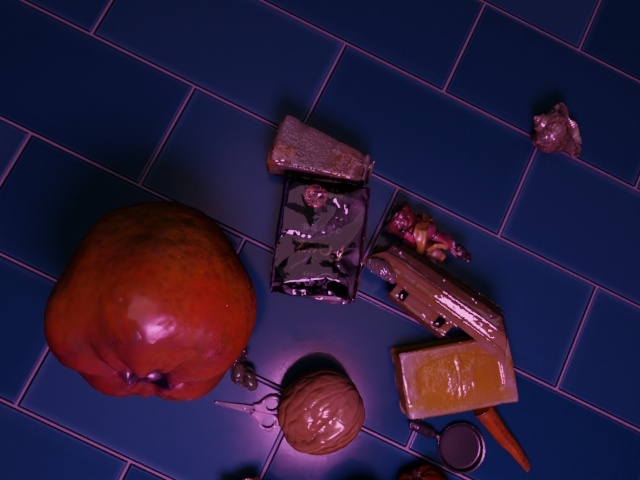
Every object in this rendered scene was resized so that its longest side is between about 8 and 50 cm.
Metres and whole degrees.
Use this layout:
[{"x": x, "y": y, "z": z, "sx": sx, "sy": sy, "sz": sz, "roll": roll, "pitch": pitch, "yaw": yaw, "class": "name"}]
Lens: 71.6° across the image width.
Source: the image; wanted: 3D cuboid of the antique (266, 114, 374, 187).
[{"x": 0.005, "y": -0.224, "z": 1.240, "sx": 0.284, "sy": 0.125, "sz": 0.150, "roll": 18, "pitch": 83, "yaw": -3, "class": "antique"}]

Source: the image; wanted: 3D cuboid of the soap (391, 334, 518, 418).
[{"x": 0.368, "y": 0.371, "z": 1.225, "sx": 0.315, "sy": 0.091, "sz": 0.199, "roll": -7, "pitch": 83, "yaw": -6, "class": "soap"}]

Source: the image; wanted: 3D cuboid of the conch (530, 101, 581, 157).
[{"x": 0.706, "y": -0.322, "z": 1.306, "sx": 0.207, "sy": 0.130, "sz": 0.155, "roll": 25, "pitch": 96, "yaw": -16, "class": "conch"}]

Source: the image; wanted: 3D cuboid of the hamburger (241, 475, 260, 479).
[{"x": -0.133, "y": 0.755, "z": 1.110, "sx": 0.282, "sy": 0.245, "sz": 0.155, "roll": 26, "pitch": 52, "yaw": 36, "class": "hamburger"}]

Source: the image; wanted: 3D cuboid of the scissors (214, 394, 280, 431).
[{"x": -0.197, "y": 0.458, "z": 1.207, "sx": 0.189, "sy": 0.015, "sz": 0.100, "roll": 12, "pitch": 86, "yaw": -2, "class": "scissors"}]

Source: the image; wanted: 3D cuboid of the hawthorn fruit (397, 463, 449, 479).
[{"x": 0.285, "y": 0.702, "z": 1.161, "sx": 0.163, "sy": 0.162, "sz": 0.203, "roll": -24, "pitch": 97, "yaw": -7, "class": "hawthorn fruit"}]

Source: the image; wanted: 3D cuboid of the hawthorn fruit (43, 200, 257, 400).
[{"x": -0.357, "y": 0.134, "z": 1.029, "sx": 0.472, "sy": 0.472, "sz": 0.471, "roll": 0, "pitch": 84, "yaw": -5, "class": "hawthorn fruit"}]

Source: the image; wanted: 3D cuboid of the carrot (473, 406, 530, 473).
[{"x": 0.519, "y": 0.555, "z": 1.238, "sx": 0.057, "sy": 0.057, "sz": 0.224, "roll": -39, "pitch": 91, "yaw": -7, "class": "carrot"}]

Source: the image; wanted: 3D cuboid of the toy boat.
[{"x": 0.305, "y": 0.165, "z": 1.176, "sx": 0.446, "sy": 0.136, "sz": 0.162, "roll": 35, "pitch": 112, "yaw": 12, "class": "toy boat"}]

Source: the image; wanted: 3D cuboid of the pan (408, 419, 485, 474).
[{"x": 0.347, "y": 0.553, "z": 1.233, "sx": 0.235, "sy": 0.028, "sz": 0.136, "roll": 28, "pitch": 82, "yaw": -4, "class": "pan"}]

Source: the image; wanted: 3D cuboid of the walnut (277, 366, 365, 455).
[{"x": 0.000, "y": 0.436, "z": 1.132, "sx": 0.228, "sy": 0.228, "sz": 0.227, "roll": 0, "pitch": 84, "yaw": -5, "class": "walnut"}]

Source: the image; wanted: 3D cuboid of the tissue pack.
[{"x": 0.000, "y": 0.000, "z": 1.201, "sx": 0.245, "sy": 0.123, "sz": 0.332, "roll": 9, "pitch": 92, "yaw": -1, "class": "tissue pack"}]

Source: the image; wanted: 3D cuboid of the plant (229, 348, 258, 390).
[{"x": -0.222, "y": 0.324, "z": 1.189, "sx": 0.087, "sy": 0.085, "sz": 0.174, "roll": -24, "pitch": 91, "yaw": -34, "class": "plant"}]

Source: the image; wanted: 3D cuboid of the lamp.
[{"x": 0.298, "y": -0.003, "z": 1.252, "sx": 0.253, "sy": 0.118, "sz": 0.118, "roll": 35, "pitch": 82, "yaw": -3, "class": "lamp"}]
